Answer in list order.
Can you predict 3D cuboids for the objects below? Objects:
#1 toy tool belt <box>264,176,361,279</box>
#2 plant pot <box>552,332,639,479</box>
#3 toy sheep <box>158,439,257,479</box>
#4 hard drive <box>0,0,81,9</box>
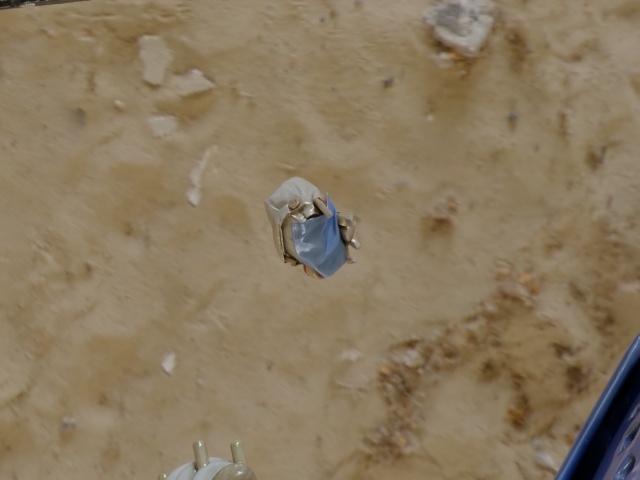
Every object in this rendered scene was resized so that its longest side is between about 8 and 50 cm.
[{"bbox_3d":[0.000,0.000,0.957,0.052,0.051,0.083,-46,133,-22],"label":"toy tool belt"},{"bbox_3d":[0.305,0.192,1.077,0.236,0.212,0.236,38,67,-12],"label":"plant pot"},{"bbox_3d":[-0.086,0.204,1.115,0.091,0.132,0.091,17,50,-21],"label":"toy sheep"},{"bbox_3d":[-0.297,-0.173,0.899,0.339,0.237,0.064,-8,92,-2],"label":"hard drive"}]
